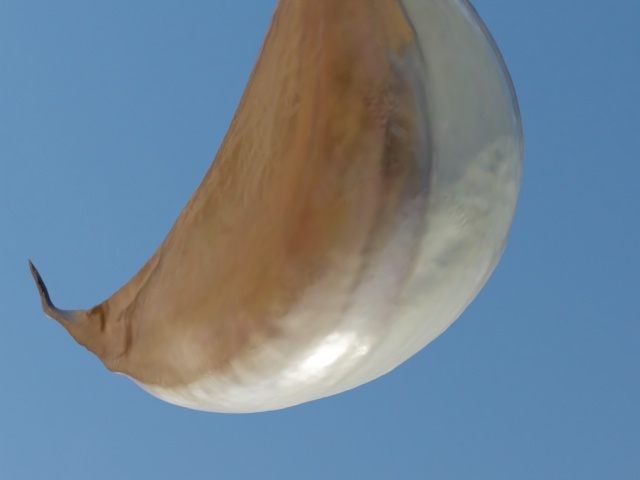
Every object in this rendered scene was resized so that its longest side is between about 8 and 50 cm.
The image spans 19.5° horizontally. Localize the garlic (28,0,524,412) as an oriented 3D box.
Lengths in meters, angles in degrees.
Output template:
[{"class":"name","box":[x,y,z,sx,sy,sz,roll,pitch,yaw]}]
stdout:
[{"class":"garlic","box":[-0.003,0.003,0.660,0.206,0.128,0.115,-49,-154,22]}]
